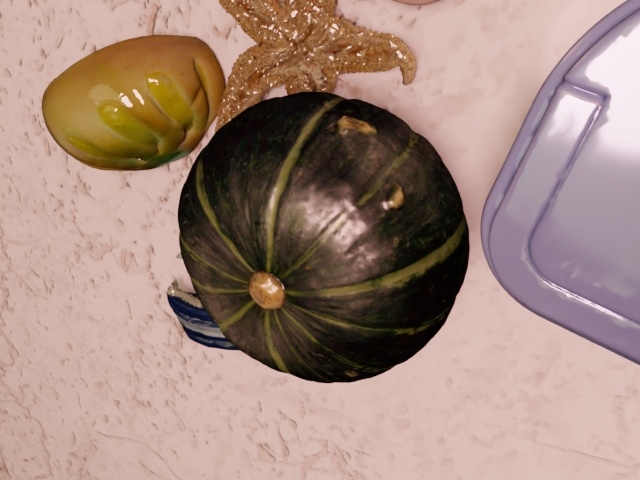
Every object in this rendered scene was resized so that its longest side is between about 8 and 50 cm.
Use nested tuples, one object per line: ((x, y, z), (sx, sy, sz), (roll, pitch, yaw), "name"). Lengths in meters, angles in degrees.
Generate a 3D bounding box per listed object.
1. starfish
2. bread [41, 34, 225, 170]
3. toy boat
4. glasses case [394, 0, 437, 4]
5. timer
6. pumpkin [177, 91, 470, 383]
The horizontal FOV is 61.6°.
((-0.047, -0.240, 0.644), (0.299, 0.060, 0.302), (-12, 113, 28), "starfish")
((-0.268, -0.172, 0.724), (0.261, 0.156, 0.158), (-21, 95, 31), "bread")
((-0.139, 0.013, 0.795), (0.221, 0.067, 0.290), (5, 98, 24), "toy boat")
((0.119, -0.391, 0.506), (0.122, 0.075, 0.314), (25, 116, 20), "glasses case")
((0.360, -0.060, 0.443), (0.395, 0.173, 0.394), (9, 111, 25), "timer")
((0.000, 0.000, 0.591), (0.323, 0.241, 0.323), (11, 125, 16), "pumpkin")
